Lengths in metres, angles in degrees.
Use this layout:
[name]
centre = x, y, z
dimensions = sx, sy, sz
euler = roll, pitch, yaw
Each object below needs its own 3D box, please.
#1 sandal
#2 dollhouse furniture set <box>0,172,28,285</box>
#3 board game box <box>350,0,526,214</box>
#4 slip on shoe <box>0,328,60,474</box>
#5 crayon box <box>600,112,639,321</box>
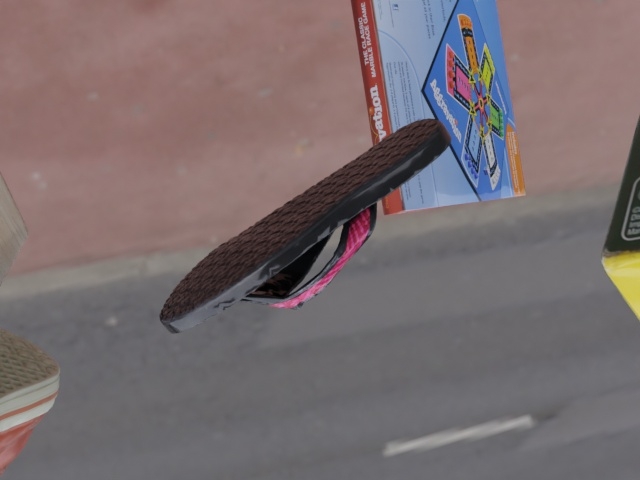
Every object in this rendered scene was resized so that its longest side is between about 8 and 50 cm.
[sandal]
centre = 0.000, 0.000, 0.860
dimensions = 0.179, 0.040, 0.067
euler = -35, -161, -20
[dollhouse furniture set]
centre = -0.397, 0.083, 1.072
dimensions = 0.256, 0.394, 0.362
euler = 24, 163, 7
[board game box]
centre = 0.089, -0.167, 1.380
dimensions = 0.145, 0.281, 0.027
euler = -8, 179, -39
[slip on shoe]
centre = -0.269, 0.128, 1.042
dimensions = 0.101, 0.123, 0.331
euler = -65, 165, 13
[crayon box]
centre = 0.341, 0.045, 0.638
dimensions = 0.363, 0.106, 0.313
euler = -13, 131, 37
